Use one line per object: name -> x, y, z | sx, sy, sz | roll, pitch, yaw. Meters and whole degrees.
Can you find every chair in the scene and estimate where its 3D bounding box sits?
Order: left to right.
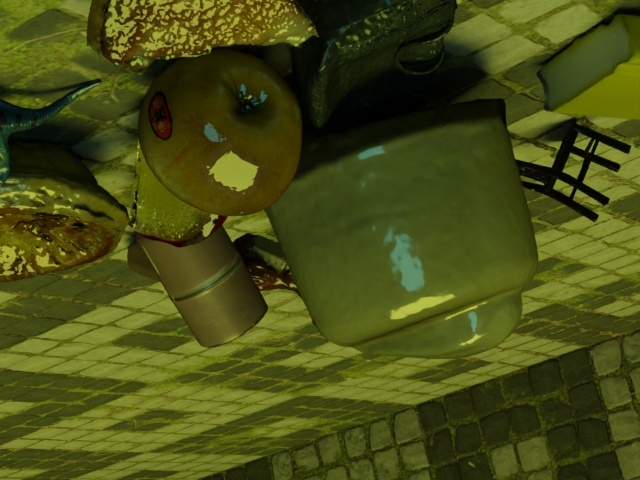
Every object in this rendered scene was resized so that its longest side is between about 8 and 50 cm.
chair -> 0.309, -0.119, 1.961 | 0.212, 0.101, 0.084 | 25, 161, 6

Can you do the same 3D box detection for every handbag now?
handbag -> 0.059, -0.206, 1.512 | 0.175, 0.088, 0.270 | -18, 163, -8

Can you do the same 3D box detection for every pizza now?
pizza -> -0.113, -0.233, 1.335 | 0.226, 0.069, 0.147 | -12, 141, -12

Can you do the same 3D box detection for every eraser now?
eraser -> 0.399, -0.210, 1.730 | 0.226, 0.069, 0.158 | 0, 157, -35

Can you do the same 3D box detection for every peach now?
peach -> -0.168, -0.079, 1.647 | 0.127, 0.172, 0.092 | -8, -159, 21

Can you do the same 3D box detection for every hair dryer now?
hair dryer -> -0.211, 0.025, 1.910 | 0.107, 0.189, 0.344 | -37, -160, -21

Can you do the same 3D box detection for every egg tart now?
egg tart -> -0.369, -0.038, 1.666 | 0.290, 0.115, 0.290 | -9, 161, -3

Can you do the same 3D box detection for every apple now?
apple -> -0.103, -0.118, 1.504 | 0.182, 0.182, 0.155 | -1, 155, -31

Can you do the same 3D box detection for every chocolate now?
chocolate -> 0.091, 0.001, 1.685 | 0.314, 0.297, 0.326 | -11, 180, -41

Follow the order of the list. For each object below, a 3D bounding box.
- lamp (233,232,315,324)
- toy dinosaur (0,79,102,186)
lamp -> 0.004, -0.007, 1.923 | 0.215, 0.223, 0.151 | 25, 148, -5
toy dinosaur -> -0.398, -0.111, 1.482 | 0.329, 0.076, 0.144 | -1, 127, -29
